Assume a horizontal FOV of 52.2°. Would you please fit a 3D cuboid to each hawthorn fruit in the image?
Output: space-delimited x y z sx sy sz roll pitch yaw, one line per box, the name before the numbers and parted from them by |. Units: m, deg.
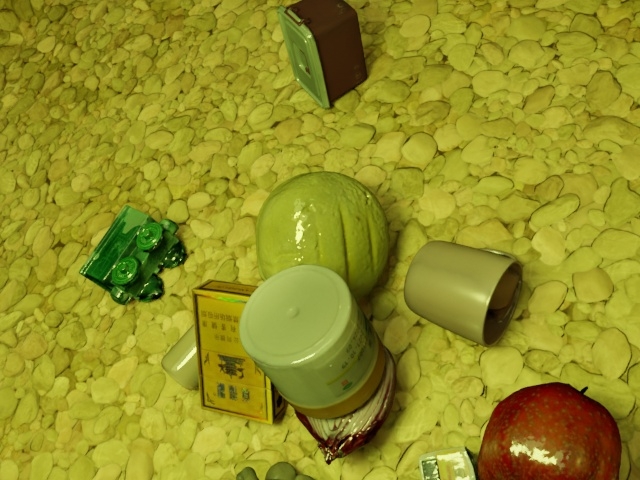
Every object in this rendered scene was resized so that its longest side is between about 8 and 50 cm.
hawthorn fruit | 0.434 0.374 1.185 0.254 0.254 0.300 28 48 32

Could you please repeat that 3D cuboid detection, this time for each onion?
onion | 0.055 0.353 1.399 0.227 0.120 0.283 -6 49 27

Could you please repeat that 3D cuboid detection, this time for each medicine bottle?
medicine bottle | -0.012 0.204 1.316 0.238 0.232 0.238 -13 47 15
medicine bottle | -0.269 0.241 1.606 0.114 0.114 0.252 36 81 33

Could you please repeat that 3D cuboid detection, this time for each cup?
cup | 0.320 0.088 1.422 0.200 0.191 0.253 21 43 33

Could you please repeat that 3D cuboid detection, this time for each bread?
bread | 0.008 0.000 1.512 0.237 0.320 0.320 1 62 45

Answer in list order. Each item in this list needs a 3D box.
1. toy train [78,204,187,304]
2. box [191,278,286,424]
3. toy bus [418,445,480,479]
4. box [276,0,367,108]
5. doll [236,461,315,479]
toy train | -0.502 0.047 1.792 0.202 0.145 0.266 21 72 34
box | -0.181 0.249 1.476 0.193 0.084 0.301 6 107 24
toy bus | 0.269 0.564 1.215 0.138 0.097 0.342 -14 58 17
box | 0.014 -0.538 1.823 0.167 0.294 0.193 -30 55 -9
doll | -0.083 0.629 1.221 0.252 0.382 0.378 21 88 -11
